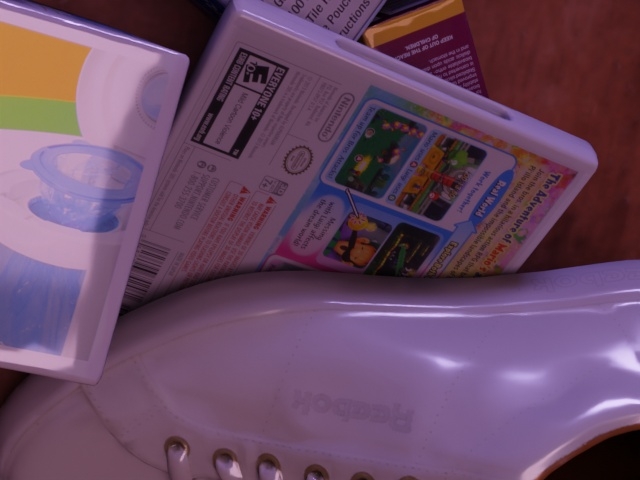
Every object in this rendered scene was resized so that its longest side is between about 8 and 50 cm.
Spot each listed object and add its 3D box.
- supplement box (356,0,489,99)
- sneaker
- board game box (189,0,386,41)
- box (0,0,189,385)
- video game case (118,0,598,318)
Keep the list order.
[{"bbox_3d":[0.037,-0.053,0.502,0.043,0.055,0.083,-23,109,-12],"label":"supplement box"},{"bbox_3d":[0.020,0.081,0.451,0.290,0.123,0.106,-10,133,4],"label":"sneaker"},{"bbox_3d":[-0.019,-0.264,0.384,0.318,0.066,0.318,38,87,-39],"label":"board game box"},{"bbox_3d":[-0.161,-0.038,0.405,0.203,0.103,0.114,13,98,-23],"label":"box"},{"bbox_3d":[0.000,0.000,0.475,0.143,0.019,0.157,20,125,-19],"label":"video game case"}]
